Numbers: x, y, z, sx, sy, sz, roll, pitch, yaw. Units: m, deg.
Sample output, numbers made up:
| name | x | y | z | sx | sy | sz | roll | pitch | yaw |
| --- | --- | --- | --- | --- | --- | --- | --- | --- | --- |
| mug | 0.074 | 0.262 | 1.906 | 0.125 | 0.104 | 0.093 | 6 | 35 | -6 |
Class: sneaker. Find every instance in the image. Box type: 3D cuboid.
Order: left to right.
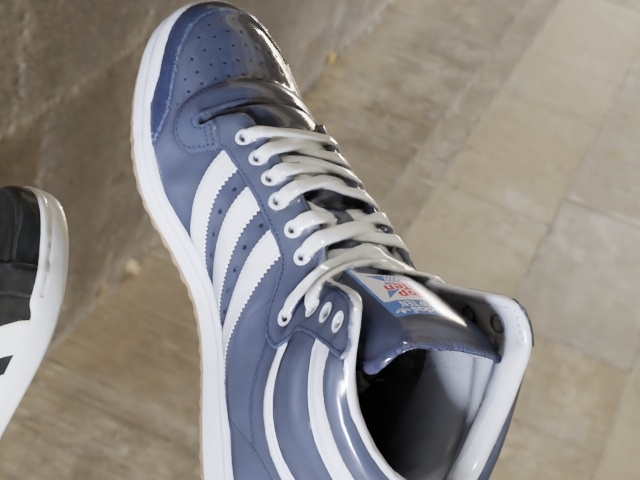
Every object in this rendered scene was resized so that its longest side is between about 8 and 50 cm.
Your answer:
| name | x | y | z | sx | sy | sz | roll | pitch | yaw |
| --- | --- | --- | --- | --- | --- | --- | --- | --- | --- |
| sneaker | -0.203 | 0.056 | 0.642 | 0.121 | 0.079 | 0.217 | 29 | 70 | -35 |
| sneaker | 0.000 | 0.000 | 0.595 | 0.153 | 0.099 | 0.282 | -35 | -118 | 54 |
